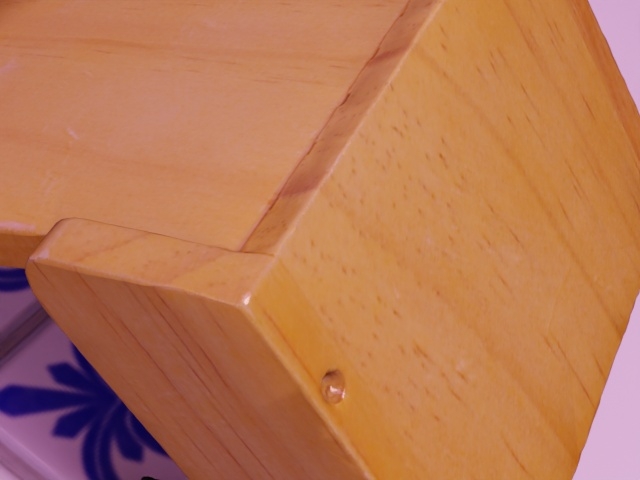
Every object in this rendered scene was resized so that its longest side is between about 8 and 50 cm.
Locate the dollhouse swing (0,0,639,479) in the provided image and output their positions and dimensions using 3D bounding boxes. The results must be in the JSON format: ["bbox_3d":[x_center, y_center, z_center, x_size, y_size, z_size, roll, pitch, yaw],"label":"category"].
[{"bbox_3d":[-0.031,-0.015,0.669,0.315,0.305,0.347,57,45,-29],"label":"dollhouse swing"}]

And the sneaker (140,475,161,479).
[{"bbox_3d":[-0.072,0.163,0.598,0.188,0.067,0.078,13,57,-10],"label":"sneaker"}]
